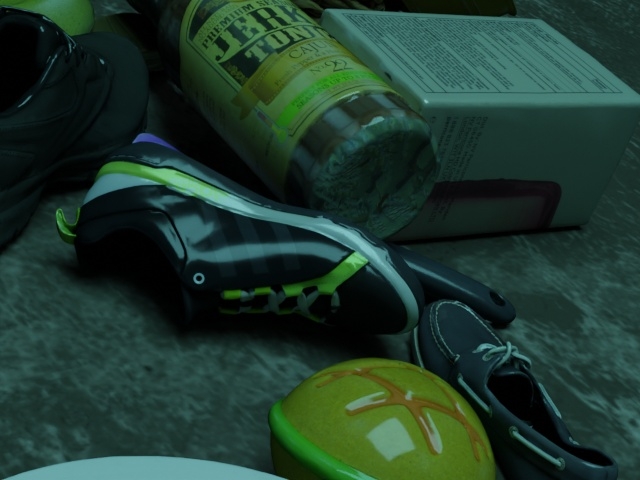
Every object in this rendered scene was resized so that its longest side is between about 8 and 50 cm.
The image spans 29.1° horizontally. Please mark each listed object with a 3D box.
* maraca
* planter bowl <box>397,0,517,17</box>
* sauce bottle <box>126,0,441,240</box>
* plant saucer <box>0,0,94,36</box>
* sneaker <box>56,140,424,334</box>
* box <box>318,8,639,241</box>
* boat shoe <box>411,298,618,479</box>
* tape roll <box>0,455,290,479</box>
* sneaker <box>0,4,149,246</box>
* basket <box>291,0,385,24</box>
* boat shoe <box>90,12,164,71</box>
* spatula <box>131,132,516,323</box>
[{"bbox_3d":[0.036,0.111,0.655,0.127,0.099,0.185,27,6,8],"label":"maraca"},{"bbox_3d":[0.105,-0.295,1.294,0.217,0.090,0.217,51,6,-7],"label":"planter bowl"},{"bbox_3d":[-0.051,-0.129,0.908,0.111,0.111,0.344,-7,38,-37],"label":"sauce bottle"},{"bbox_3d":[-0.299,-0.200,0.974,0.241,0.037,0.241,7,32,-4],"label":"plant saucer"},{"bbox_3d":[-0.053,0.024,0.779,0.234,0.084,0.097,22,56,6],"label":"sneaker"},{"bbox_3d":[0.112,-0.094,0.984,0.232,0.127,0.148,-4,38,-34],"label":"box"},{"bbox_3d":[0.120,0.093,0.753,0.075,0.065,0.206,3,35,-25],"label":"boat shoe"},{"bbox_3d":[-0.051,0.210,0.444,0.286,0.100,0.286,14,32,-9],"label":"tape roll"},{"bbox_3d":[-0.185,-0.099,0.824,0.109,0.130,0.286,21,30,6],"label":"sneaker"},{"bbox_3d":[-0.036,-0.334,1.187,0.213,0.223,0.299,0,35,-29],"label":"basket"},{"bbox_3d":[-0.138,-0.161,1.038,0.153,0.048,0.056,-17,53,-36],"label":"boat shoe"},{"bbox_3d":[0.000,0.000,0.867,0.296,0.030,0.084,20,32,-1],"label":"spatula"}]
